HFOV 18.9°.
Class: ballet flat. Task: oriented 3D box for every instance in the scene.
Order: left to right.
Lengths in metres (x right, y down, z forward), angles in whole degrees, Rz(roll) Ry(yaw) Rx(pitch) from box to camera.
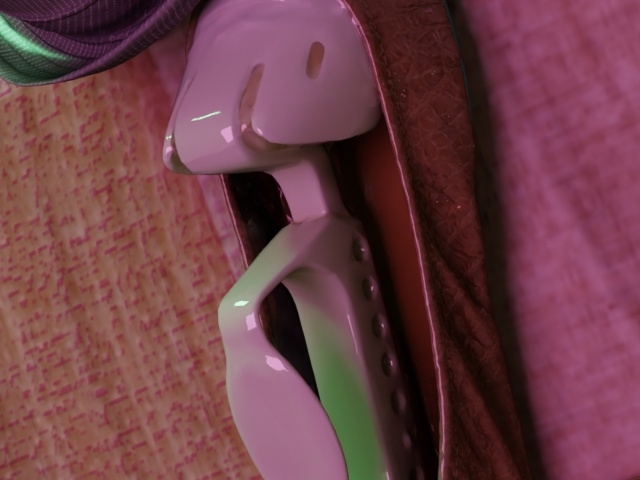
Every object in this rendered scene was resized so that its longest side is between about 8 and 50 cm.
[{"bbox_3d":[0.000,0.000,0.753,0.116,0.124,0.342,-10,92,37],"label":"ballet flat"}]

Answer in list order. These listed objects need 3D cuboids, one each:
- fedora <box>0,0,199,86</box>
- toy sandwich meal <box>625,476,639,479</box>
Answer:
[{"bbox_3d":[-0.137,-0.194,0.770,0.244,0.124,0.275,-50,51,32],"label":"fedora"},{"bbox_3d":[0.127,0.129,0.742,0.085,0.029,0.086,7,102,35],"label":"toy sandwich meal"}]
